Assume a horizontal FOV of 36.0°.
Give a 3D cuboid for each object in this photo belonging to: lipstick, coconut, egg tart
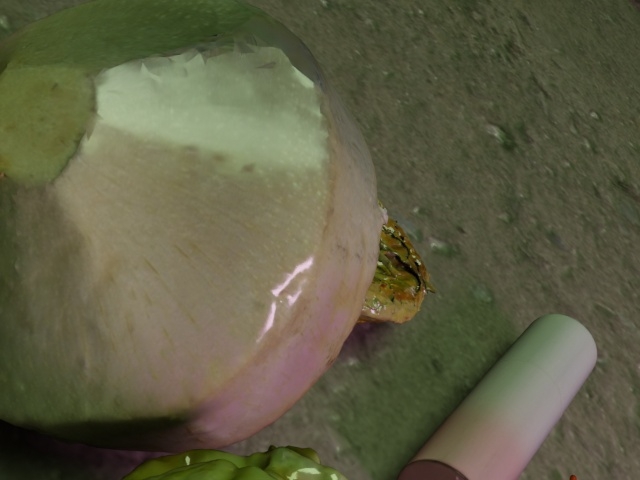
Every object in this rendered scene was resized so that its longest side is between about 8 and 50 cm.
[{"bbox_3d":[0.187,0.176,0.986,0.087,0.087,0.327,48,37,8],"label":"lipstick"},{"bbox_3d":[-0.125,-0.015,0.726,0.352,0.352,0.353,24,40,-22],"label":"coconut"},{"bbox_3d":[0.000,0.000,0.994,0.252,0.098,0.232,35,31,-15],"label":"egg tart"}]

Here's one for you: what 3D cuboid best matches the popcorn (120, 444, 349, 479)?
[{"bbox_3d":[-0.066,0.245,0.573,0.293,0.293,0.237,22,47,-24],"label":"popcorn"}]

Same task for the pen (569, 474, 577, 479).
[{"bbox_3d":[0.256,0.320,0.957,0.026,0.026,0.218,28,39,-18],"label":"pen"}]
